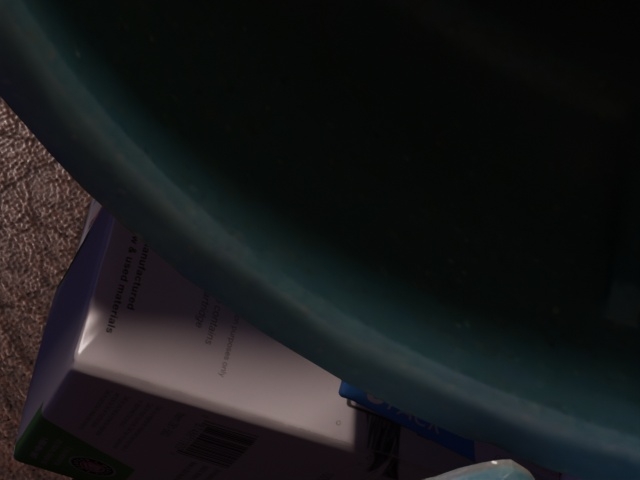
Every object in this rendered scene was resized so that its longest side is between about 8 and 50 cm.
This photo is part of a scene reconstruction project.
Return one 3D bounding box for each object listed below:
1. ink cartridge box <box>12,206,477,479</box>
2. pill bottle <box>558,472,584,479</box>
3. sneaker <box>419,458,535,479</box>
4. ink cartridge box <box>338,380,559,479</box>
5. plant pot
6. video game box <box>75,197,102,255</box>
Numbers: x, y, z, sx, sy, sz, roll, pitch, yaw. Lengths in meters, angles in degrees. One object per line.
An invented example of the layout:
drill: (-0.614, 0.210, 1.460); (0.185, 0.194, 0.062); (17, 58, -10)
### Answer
ink cartridge box: (-0.005, 0.067, 0.838); (0.160, 0.219, 0.092); (133, 153, -64)
pill bottle: (0.130, 0.003, 0.564); (0.108, 0.108, 0.180); (132, 150, -65)
sneaker: (0.022, 0.114, 0.452); (0.319, 0.208, 0.127); (-9, 64, 50)
ink cartridge box: (0.094, -0.004, 0.682); (0.181, 0.104, 0.061); (-60, 8, 30)
plant pot: (0.123, -0.179, 0.373); (0.341, 0.341, 0.334); (118, 171, -47)
video game box: (0.000, 0.000, 0.918); (0.187, 0.205, 0.048); (147, 138, -71)
